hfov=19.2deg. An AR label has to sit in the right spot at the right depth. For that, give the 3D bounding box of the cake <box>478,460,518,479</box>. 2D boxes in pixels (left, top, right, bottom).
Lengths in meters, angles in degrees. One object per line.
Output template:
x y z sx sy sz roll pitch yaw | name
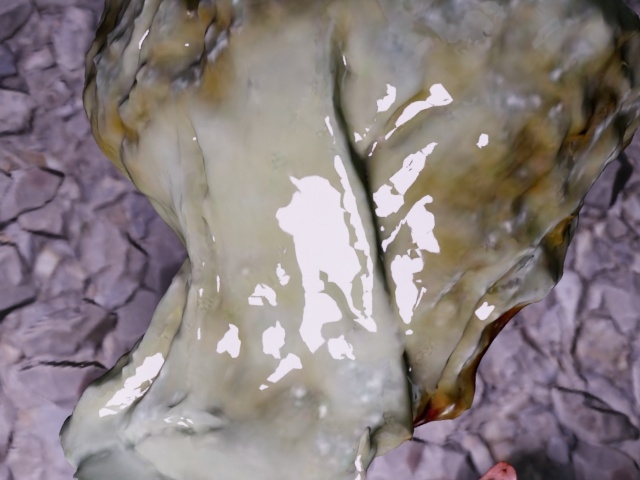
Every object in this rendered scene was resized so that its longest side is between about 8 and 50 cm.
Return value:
0.146 0.226 1.041 0.225 0.090 0.109 44 73 6 | cake

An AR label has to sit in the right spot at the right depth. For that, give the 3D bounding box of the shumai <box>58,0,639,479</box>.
0.000 0.000 0.963 0.292 0.330 0.288 42 56 -21 | shumai
